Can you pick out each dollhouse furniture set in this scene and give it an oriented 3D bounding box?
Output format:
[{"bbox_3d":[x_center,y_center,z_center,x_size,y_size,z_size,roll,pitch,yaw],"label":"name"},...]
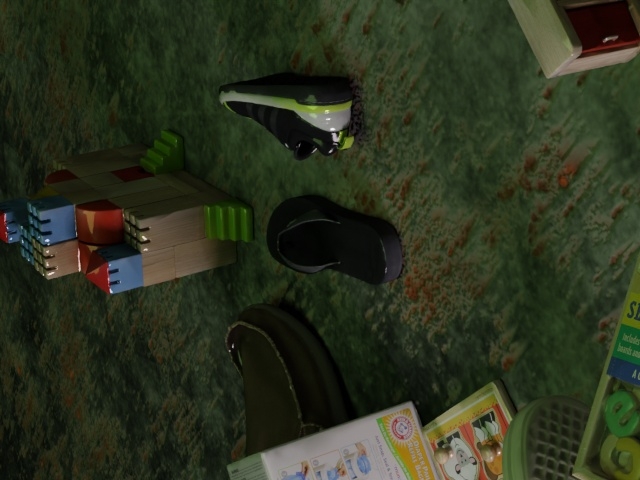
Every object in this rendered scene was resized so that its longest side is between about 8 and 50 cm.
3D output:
[{"bbox_3d":[0.257,-0.167,0.902,0.129,0.184,0.129,-45,64,56],"label":"dollhouse furniture set"}]

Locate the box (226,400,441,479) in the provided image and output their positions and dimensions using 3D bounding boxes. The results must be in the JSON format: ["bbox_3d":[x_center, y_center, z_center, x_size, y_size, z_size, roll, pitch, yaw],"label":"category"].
[{"bbox_3d":[0.016,0.266,1.468,0.114,0.203,0.103,-36,71,60],"label":"box"}]

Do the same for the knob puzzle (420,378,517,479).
[{"bbox_3d":[0.179,0.266,1.372,0.213,0.030,0.213,31,128,50],"label":"knob puzzle"}]

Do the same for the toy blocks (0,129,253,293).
[{"bbox_3d":[-0.302,-0.030,1.803,0.381,0.261,0.190,30,127,50],"label":"toy blocks"}]

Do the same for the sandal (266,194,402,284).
[{"bbox_3d":[0.000,-0.001,1.522,0.254,0.055,0.097,6,108,58],"label":"sandal"}]

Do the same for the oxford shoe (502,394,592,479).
[{"bbox_3d":[0.257,0.360,1.162,0.130,0.169,0.449,-24,87,61],"label":"oxford shoe"}]

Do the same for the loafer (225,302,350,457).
[{"bbox_3d":[-0.035,0.240,1.612,0.366,0.130,0.134,60,146,24],"label":"loafer"}]

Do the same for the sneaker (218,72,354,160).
[{"bbox_3d":[-0.044,-0.140,1.506,0.235,0.084,0.097,15,116,56],"label":"sneaker"}]

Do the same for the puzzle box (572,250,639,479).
[{"bbox_3d":[0.364,0.100,0.866,0.409,0.052,0.272,18,91,55],"label":"puzzle box"}]
